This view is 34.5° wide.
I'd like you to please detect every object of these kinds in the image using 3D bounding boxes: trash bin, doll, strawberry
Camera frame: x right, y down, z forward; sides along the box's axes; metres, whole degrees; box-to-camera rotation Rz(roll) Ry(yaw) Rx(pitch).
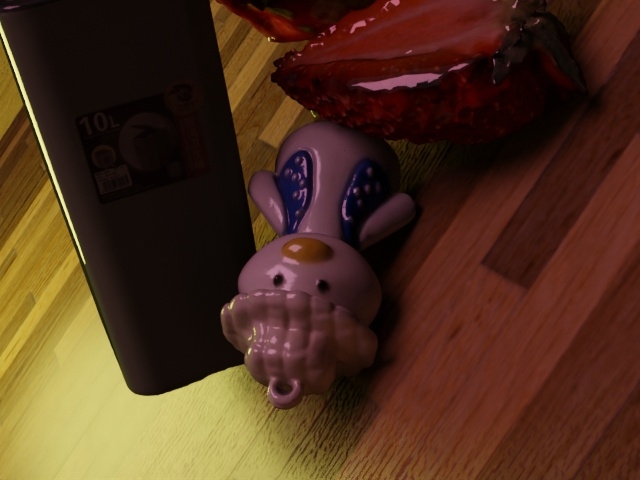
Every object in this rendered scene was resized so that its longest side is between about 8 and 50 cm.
[{"bbox_3d":[-0.155,-0.067,0.893,0.158,0.344,0.223,-19,23,-14],"label":"trash bin"},{"bbox_3d":[0.000,0.000,0.809,0.119,0.138,0.293,98,-175,-55],"label":"doll"},{"bbox_3d":[0.076,-0.119,0.780,0.228,0.098,0.174,-19,39,17],"label":"strawberry"}]

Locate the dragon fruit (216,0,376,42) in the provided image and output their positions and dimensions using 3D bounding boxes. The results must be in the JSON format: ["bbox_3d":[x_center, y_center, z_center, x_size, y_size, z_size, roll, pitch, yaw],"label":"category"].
[{"bbox_3d":[0.026,-0.307,0.905,0.386,0.370,0.249,125,134,-72],"label":"dragon fruit"}]
